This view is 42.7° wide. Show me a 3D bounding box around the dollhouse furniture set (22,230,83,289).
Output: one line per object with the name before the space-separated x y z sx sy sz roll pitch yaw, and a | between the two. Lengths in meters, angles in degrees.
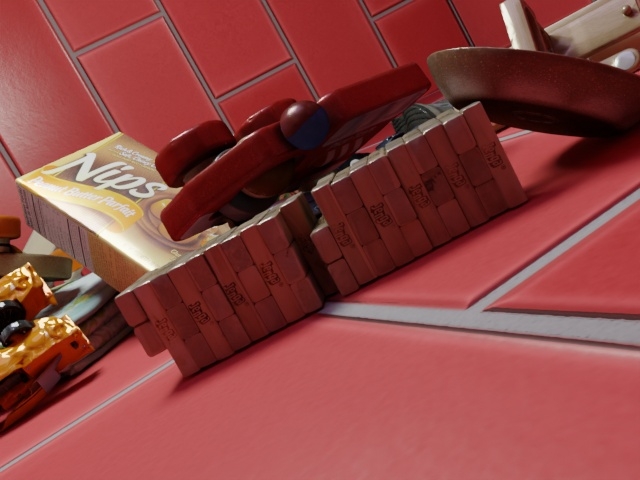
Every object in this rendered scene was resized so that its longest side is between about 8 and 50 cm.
dollhouse furniture set | -0.391 0.050 1.617 0.286 0.303 0.198 41 104 49

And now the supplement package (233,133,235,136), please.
supplement package | -0.120 -0.115 1.546 0.139 0.133 0.244 -32 -7 -12

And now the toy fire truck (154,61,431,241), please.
toy fire truck | -0.034 -0.101 0.953 0.302 0.169 0.254 -26 -9 -42

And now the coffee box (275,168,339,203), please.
coffee box | -0.053 -0.056 1.207 0.184 0.113 0.040 -27 11 4

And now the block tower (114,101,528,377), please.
block tower | 0.000 0.000 0.701 0.335 0.091 0.097 -27 8 9

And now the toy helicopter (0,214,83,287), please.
toy helicopter | -0.534 0.048 1.289 0.355 0.140 0.235 -5 -5 30

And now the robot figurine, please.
robot figurine | -0.427 0.167 0.969 0.291 0.211 0.085 -38 -35 -14

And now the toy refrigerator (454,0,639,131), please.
toy refrigerator | 0.316 -0.239 1.129 0.270 0.094 0.102 -26 1 20

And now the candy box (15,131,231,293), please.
candy box | -0.245 -0.028 1.124 0.316 0.087 0.183 29 45 31

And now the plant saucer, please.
plant saucer | 0.185 -0.119 0.694 0.199 0.036 0.198 12 2 0

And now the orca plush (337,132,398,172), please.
orca plush | 0.033 -0.132 1.412 0.287 0.102 0.151 -34 9 -31

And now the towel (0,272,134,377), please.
towel | -0.414 0.129 1.246 0.321 0.090 0.374 -17 11 21

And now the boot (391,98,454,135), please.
boot | 0.224 -0.224 1.429 0.161 0.083 0.246 -24 8 -4

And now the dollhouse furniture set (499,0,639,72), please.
dollhouse furniture set | 0.307 -0.240 0.961 0.123 0.144 0.151 -24 -28 30

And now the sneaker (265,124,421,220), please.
sneaker | 0.043 -0.040 0.822 0.163 0.086 0.226 -25 7 45
